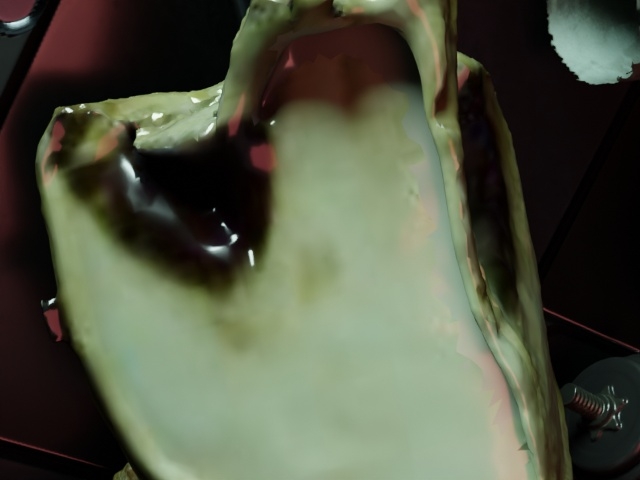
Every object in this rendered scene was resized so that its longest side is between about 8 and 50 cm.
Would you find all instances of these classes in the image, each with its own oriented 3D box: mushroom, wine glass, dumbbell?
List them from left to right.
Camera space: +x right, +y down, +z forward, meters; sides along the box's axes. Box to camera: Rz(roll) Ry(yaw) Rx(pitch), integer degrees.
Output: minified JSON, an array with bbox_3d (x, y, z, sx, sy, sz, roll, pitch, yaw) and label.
[{"bbox_3d":[-0.006,0.006,0.655,0.217,0.212,0.292,-10,113,18],"label":"mushroom"},{"bbox_3d":[0.224,0.134,0.837,0.208,0.099,0.099,29,94,-33],"label":"dumbbell"},{"bbox_3d":[0.242,-0.140,0.745,0.222,0.103,0.103,-11,113,-23],"label":"wine glass"}]

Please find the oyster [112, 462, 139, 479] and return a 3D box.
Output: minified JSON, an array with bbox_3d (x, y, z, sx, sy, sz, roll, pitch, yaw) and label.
[{"bbox_3d":[-0.116,0.190,0.705,0.105,0.056,0.177,1,120,-18],"label":"oyster"}]
